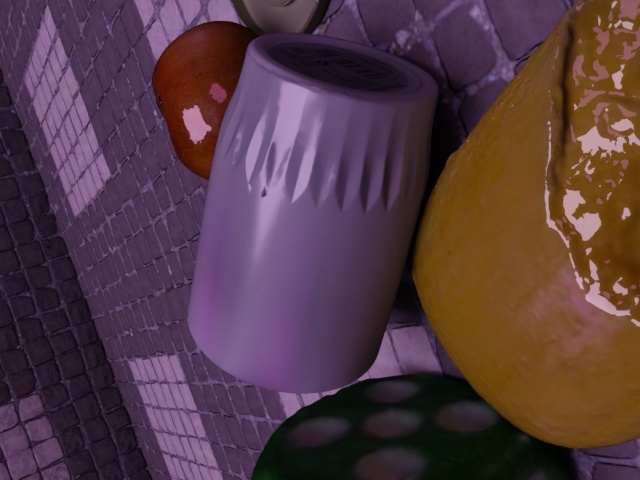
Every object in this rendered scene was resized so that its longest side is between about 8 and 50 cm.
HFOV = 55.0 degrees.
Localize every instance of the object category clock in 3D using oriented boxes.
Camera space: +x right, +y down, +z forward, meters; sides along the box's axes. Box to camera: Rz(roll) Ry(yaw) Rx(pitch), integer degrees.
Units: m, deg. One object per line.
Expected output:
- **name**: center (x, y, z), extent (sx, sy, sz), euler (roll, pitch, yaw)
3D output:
- **clock**: center (-0.064, -0.384, 0.819), extent (0.235, 0.029, 0.235), euler (30, 130, 43)

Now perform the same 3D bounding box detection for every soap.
- **soap**: center (0.224, 0.015, 0.550), extent (0.306, 0.115, 0.427), euler (49, 141, 22)

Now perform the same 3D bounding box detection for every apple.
- **apple**: center (-0.141, -0.186, 0.865), extent (0.211, 0.173, 0.235), euler (84, 172, -46)

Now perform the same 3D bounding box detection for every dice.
- **dice**: center (0.110, 0.347, 0.726), extent (0.300, 0.287, 0.298), euler (4, 110, 54)

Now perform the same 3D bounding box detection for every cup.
- **cup**: center (-0.015, -0.028, 0.717), extent (0.253, 0.253, 0.372), euler (39, 130, 37)
